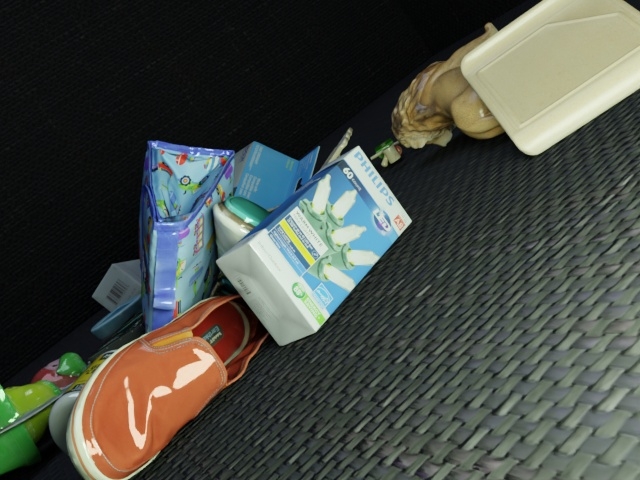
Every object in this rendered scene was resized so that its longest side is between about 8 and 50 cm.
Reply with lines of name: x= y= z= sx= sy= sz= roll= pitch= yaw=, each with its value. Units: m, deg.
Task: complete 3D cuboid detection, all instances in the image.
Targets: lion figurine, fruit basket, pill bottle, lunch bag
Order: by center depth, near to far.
pill bottle: x=-0.283 y=0.212 z=1.070 sx=0.103 sy=0.103 sz=0.184 roll=-33 pitch=10 yaw=17
lunch bag: x=-0.201 y=0.019 z=1.112 sx=0.293 sy=0.138 sz=0.221 roll=-99 pitch=17 yaw=-61
lion figurine: x=0.245 y=-0.232 z=1.270 sx=0.240 sy=0.142 sz=0.392 roll=-39 pitch=12 yaw=2
fruit basket: x=-0.513 y=0.281 z=1.386 sx=0.353 sy=0.165 sz=0.327 roll=-39 pitch=9 yaw=-38

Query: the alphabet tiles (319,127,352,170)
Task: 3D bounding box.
alphabet tiles: x=-0.010 y=-0.120 z=1.734 sx=0.278 sy=0.021 sz=0.284 roll=-55 pitch=4 yaw=19

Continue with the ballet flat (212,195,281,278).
ballet flat: x=-0.082 y=0.014 z=1.186 sx=0.139 sy=0.139 sz=0.400 roll=-34 pitch=-4 yaw=12

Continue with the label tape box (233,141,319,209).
label tape box: x=-0.179 y=-0.085 z=1.705 sx=0.347 sy=0.115 sz=0.249 roll=-30 pitch=31 yaw=34

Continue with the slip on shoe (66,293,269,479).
slip on shoe: x=-0.165 y=0.155 z=0.915 sx=0.101 sy=0.123 sz=0.331 roll=-24 pitch=10 yaw=37

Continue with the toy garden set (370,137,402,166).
toy garden set: x=0.118 y=-0.156 z=1.631 sx=0.244 sy=0.049 sz=0.204 roll=-34 pitch=8 yaw=8

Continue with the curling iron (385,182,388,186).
curling iron: x=0.028 y=-0.039 z=1.402 sx=0.274 sy=0.035 sz=0.068 roll=-26 pitch=10 yaw=44

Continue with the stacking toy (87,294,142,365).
stacking toy: x=-0.424 y=0.150 z=1.795 sx=0.279 sy=0.130 sz=0.309 roll=-26 pitch=14 yaw=46

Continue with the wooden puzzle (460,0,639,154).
wooden puzzle: x=0.319 y=-0.233 z=1.037 sx=0.221 sy=0.044 sz=0.239 roll=-34 pitch=40 yaw=13

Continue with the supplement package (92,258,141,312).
supplement package: x=-0.468 y=0.121 z=1.973 sx=0.105 sy=0.105 sz=0.179 roll=-56 pitch=-9 yaw=10

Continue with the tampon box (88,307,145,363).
tampon box: x=-0.259 y=0.161 z=1.237 sx=0.120 sy=0.101 sz=0.161 roll=-33 pitch=11 yaw=23

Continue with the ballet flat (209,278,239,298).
ballet flat: x=-0.146 y=0.109 z=1.255 sx=0.067 sy=0.073 sz=0.206 roll=-64 pitch=8 yaw=-1

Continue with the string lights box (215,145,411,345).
string lights box: x=0.000 y=0.000 z=1.006 sx=0.076 sy=0.133 sz=0.260 roll=-27 pitch=13 yaw=45

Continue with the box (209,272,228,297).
box: x=-0.165 y=0.068 z=1.536 sx=0.184 sy=0.045 sz=0.191 roll=-32 pitch=11 yaw=36
